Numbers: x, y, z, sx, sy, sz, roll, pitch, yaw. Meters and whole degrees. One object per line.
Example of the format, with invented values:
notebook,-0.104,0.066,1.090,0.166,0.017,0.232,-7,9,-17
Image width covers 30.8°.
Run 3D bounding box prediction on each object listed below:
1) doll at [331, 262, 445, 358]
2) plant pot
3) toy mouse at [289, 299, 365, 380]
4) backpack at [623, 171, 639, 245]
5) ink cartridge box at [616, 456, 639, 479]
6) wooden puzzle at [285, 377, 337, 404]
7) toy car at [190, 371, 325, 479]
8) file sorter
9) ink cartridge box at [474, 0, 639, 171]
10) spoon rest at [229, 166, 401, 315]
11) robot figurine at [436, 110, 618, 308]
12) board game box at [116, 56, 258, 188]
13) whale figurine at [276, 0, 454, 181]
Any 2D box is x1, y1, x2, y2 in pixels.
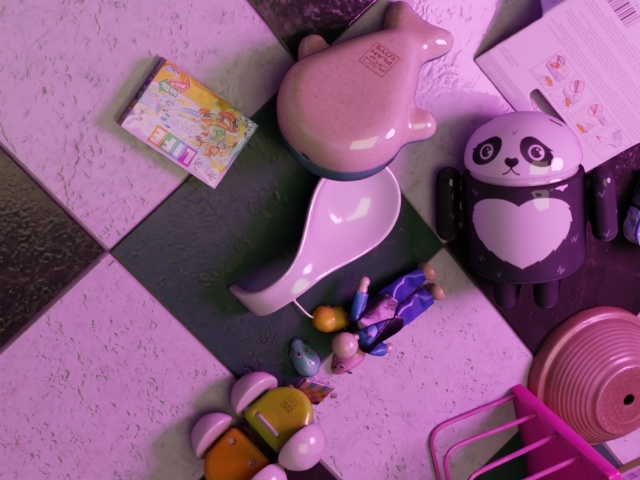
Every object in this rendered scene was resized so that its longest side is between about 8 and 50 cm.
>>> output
doll,0.089,0.104,1.672,0.189,0.046,0.129,-36,117,-21
plant pot,0.459,0.231,1.849,0.237,0.110,0.237,-7,109,-21
toy mouse,0.013,0.166,1.685,0.161,0.031,0.143,12,102,-26
backpack,0.530,-0.036,1.804,0.105,0.084,0.114,16,103,-24
ink cartridge box,0.513,0.526,1.977,0.189,0.097,0.255,-21,113,-15
wooden puzzle,-0.013,0.219,1.692,0.083,0.006,0.049,19,133,-27
toy car,-0.078,0.288,1.641,0.182,0.159,0.136,-46,152,-3
file sorter,0.305,0.391,1.740,0.182,0.290,0.202,-20,114,-12
ink cartridge box,0.395,-0.244,1.674,0.239,0.060,0.275,-30,122,28
spoon rest,0.000,0.000,1.596,0.276,0.084,0.137,-45,118,-2
robot figurine,0.289,-0.043,1.650,0.209,0.173,0.278,-14,112,-21
board game box,-0.171,-0.151,1.506,0.154,0.026,0.103,34,93,-28
whale figurine,0.059,-0.192,1.536,0.216,0.141,0.272,35,66,11
